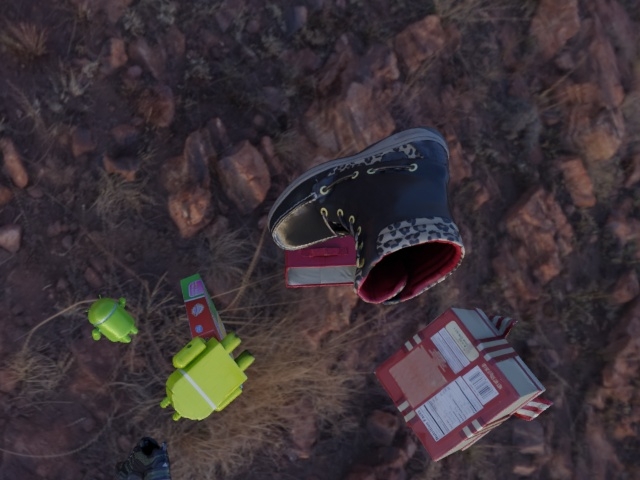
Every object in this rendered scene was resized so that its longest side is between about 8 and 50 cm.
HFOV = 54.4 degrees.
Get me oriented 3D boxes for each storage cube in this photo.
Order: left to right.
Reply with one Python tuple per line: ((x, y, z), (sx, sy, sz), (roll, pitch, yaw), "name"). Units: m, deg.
((0.000, 0.000, 1.550), (0.184, 0.215, 0.193), (-2, 73, -4), "storage cube")

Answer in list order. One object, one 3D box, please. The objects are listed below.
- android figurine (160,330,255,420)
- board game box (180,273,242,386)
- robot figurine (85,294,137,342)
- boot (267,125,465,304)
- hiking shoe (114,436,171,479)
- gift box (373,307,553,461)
((-0.311, 0.378, 1.707), (0.273, 0.056, 0.248), (-43, 128, -15), "android figurine")
((-0.336, 0.281, 1.895), (0.064, 0.316, 0.242), (-23, 123, -7), "board game box")
((-0.446, 0.169, 1.331), (0.115, 0.067, 0.101), (52, 56, -29), "robot figurine")
((0.068, -0.017, 1.079), (0.138, 0.378, 0.284), (51, 24, -39), "boot")
((-0.449, 0.562, 1.594), (0.086, 0.227, 0.114), (19, 65, -43), "hiking shoe")
((0.318, 0.290, 1.307), (0.258, 0.276, 0.255), (16, 39, -60), "gift box")
